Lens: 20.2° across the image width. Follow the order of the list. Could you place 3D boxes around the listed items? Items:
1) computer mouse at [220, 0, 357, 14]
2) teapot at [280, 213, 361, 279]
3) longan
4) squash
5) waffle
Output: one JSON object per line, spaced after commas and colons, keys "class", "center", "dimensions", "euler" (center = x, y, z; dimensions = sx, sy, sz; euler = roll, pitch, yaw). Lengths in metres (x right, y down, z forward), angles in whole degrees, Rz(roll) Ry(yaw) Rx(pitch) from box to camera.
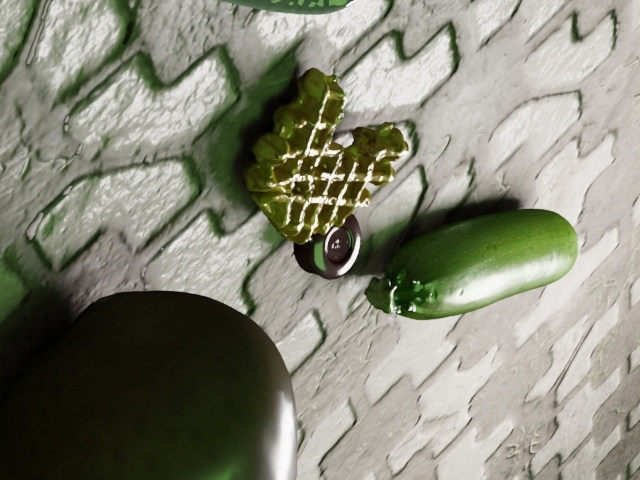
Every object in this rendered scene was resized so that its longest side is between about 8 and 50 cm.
{"class": "computer mouse", "center": [-0.040, -0.229, 1.274], "dimensions": [0.231, 0.079, 0.128], "euler": [8, 116, -44]}
{"class": "teapot", "center": [0.000, 0.000, 1.679], "dimensions": [0.100, 0.045, 0.068], "euler": [13, 90, -44]}
{"class": "longan", "center": [-0.140, 0.168, 1.443], "dimensions": [0.258, 0.258, 0.258], "euler": [-39, 152, -25]}
{"class": "squash", "center": [0.170, 0.023, 1.932], "dimensions": [0.378, 0.101, 0.101], "euler": [-14, 136, -50]}
{"class": "waffle", "center": [0.000, -0.074, 1.572], "dimensions": [0.149, 0.051, 0.194], "euler": [-49, 150, -8]}
